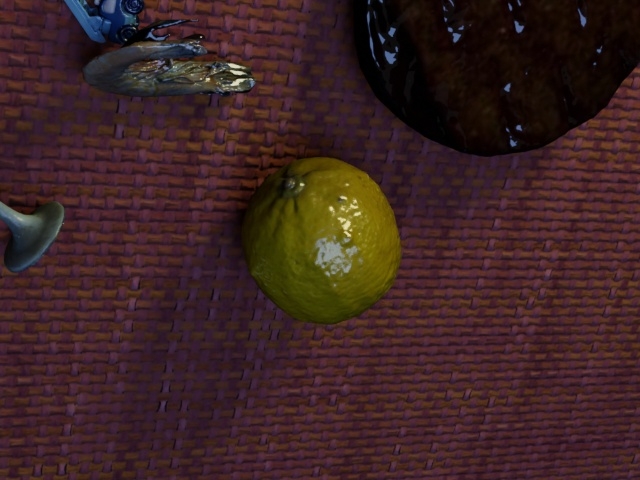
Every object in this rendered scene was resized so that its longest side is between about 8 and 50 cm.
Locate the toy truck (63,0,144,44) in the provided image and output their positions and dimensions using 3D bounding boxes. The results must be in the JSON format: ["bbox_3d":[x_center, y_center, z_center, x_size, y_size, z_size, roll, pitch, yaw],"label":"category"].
[{"bbox_3d":[-0.239,-0.255,1.350,0.090,0.056,0.073,9,117,-14],"label":"toy truck"}]

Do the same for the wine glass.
[{"bbox_3d":[-0.379,-0.157,1.355,0.309,0.096,0.264,42,72,-33],"label":"wine glass"}]

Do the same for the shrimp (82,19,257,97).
[{"bbox_3d":[-0.153,-0.199,1.374,0.219,0.152,0.046,-1,75,-33],"label":"shrimp"}]

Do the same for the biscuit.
[{"bbox_3d":[0.225,-0.300,1.500,0.407,0.091,0.407,-9,120,-16],"label":"biscuit"}]

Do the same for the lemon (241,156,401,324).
[{"bbox_3d":[0.000,0.000,1.504,0.192,0.192,0.231,-34,133,-2],"label":"lemon"}]
